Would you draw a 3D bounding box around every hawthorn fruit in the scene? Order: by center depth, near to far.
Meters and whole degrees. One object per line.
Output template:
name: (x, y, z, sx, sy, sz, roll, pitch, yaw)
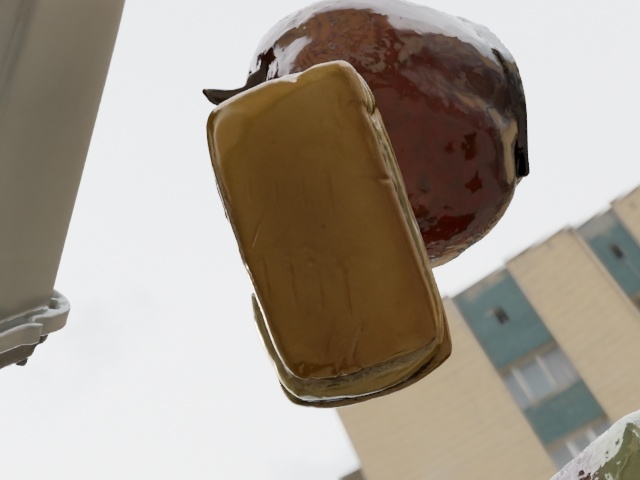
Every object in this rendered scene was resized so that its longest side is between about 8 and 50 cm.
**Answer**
hawthorn fruit: (0.033, -0.085, 1.114, 0.249, 0.215, 0.215, 15, -62, -22)

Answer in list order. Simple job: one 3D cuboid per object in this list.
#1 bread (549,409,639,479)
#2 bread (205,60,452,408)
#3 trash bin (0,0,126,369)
bread: (0.185, 0.287, 1.103, 0.338, 0.187, 0.155, -47, -18, 31)
bread: (0.000, 0.000, 0.884, 0.116, 0.077, 0.200, -18, -93, 13)
trash bin: (-0.321, -0.076, 1.180, 0.296, 0.255, 0.368, -21, -43, -66)
